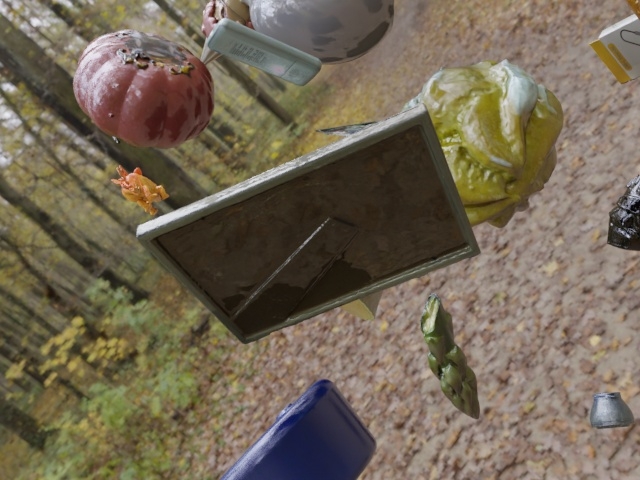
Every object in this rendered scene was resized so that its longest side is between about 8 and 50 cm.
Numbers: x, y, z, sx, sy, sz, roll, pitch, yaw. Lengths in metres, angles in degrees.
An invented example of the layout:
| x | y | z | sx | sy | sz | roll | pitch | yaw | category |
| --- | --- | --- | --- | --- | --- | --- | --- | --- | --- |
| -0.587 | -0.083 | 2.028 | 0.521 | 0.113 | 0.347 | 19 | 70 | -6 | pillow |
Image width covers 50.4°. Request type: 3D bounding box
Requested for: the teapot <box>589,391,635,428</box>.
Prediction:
| x | y | z | sx | sy | sz | roll | pitch | yaw | category |
| --- | --- | --- | --- | --- | --- | --- | --- | --- | --- |
| 0.463 | 0.274 | 1.097 | 0.088 | 0.066 | 0.057 | 86 | -179 | -73 | teapot |

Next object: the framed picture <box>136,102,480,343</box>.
| x | y | z | sx | sy | sz | roll | pitch | yaw | category |
| --- | --- | --- | --- | --- | --- | --- | --- | --- | --- |
| 0.000 | 0.000 | 0.789 | 0.334 | 0.247 | 0.022 | -22 | 46 | 11 | framed picture |

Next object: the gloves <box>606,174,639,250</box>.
| x | y | z | sx | sy | sz | roll | pitch | yaw | category |
| --- | --- | --- | --- | --- | --- | --- | --- | --- | --- |
| 0.703 | -0.083 | 1.460 | 0.124 | 0.204 | 0.164 | -10 | 16 | -35 | gloves |

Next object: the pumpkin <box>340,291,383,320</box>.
| x | y | z | sx | sy | sz | roll | pitch | yaw | category |
| --- | --- | --- | --- | --- | --- | --- | --- | --- | --- |
| 0.038 | 0.026 | 1.628 | 0.199 | 0.332 | 0.332 | -56 | 13 | -9 | pumpkin |

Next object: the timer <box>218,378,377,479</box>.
| x | y | z | sx | sy | sz | roll | pitch | yaw | category |
| --- | --- | --- | --- | --- | --- | --- | --- | --- | --- |
| 0.043 | 0.421 | 0.970 | 0.270 | 0.383 | 0.270 | -44 | -10 | -10 | timer |

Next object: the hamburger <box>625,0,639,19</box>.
| x | y | z | sx | sy | sz | roll | pitch | yaw | category |
| --- | --- | --- | --- | --- | --- | --- | --- | --- | --- |
| 0.475 | -0.396 | 0.885 | 0.170 | 0.314 | 0.290 | -24 | 30 | 15 | hamburger |

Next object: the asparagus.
| x | y | z | sx | sy | sz | roll | pitch | yaw | category |
| --- | --- | --- | --- | --- | --- | --- | --- | --- | --- |
| 0.245 | 0.234 | 1.299 | 0.080 | 0.287 | 0.080 | -24 | 21 | 10 | asparagus |

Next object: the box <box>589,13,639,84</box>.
| x | y | z | sx | sy | sz | roll | pitch | yaw | category |
| --- | --- | --- | --- | --- | --- | --- | --- | --- | --- |
| 0.680 | -0.411 | 1.364 | 0.247 | 0.129 | 0.033 | -19 | 32 | 57 | box |

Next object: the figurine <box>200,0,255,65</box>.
| x | y | z | sx | sy | sz | roll | pitch | yaw | category |
| --- | --- | --- | --- | --- | --- | --- | --- | --- | --- |
| -0.188 | -0.543 | 1.581 | 0.387 | 0.166 | 0.207 | -35 | 52 | 35 | figurine |

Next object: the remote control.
| x | y | z | sx | sy | sz | roll | pitch | yaw | category |
| --- | --- | --- | --- | --- | --- | --- | --- | --- | --- |
| -0.061 | -0.204 | 0.746 | 0.053 | 0.124 | 0.018 | -29 | 48 | 58 | remote control |

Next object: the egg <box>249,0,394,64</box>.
| x | y | z | sx | sy | sz | roll | pitch | yaw | category |
| --- | --- | --- | --- | --- | --- | --- | --- | --- | --- |
| 0.002 | -0.375 | 1.100 | 0.176 | 0.231 | 0.176 | 180 | 90 | -88 | egg |

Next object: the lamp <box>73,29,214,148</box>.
| x | y | z | sx | sy | sz | roll | pitch | yaw | category |
| --- | --- | --- | --- | --- | --- | --- | --- | --- | --- |
| -0.228 | -0.189 | 0.884 | 0.182 | 0.182 | 0.140 | -66 | -1 | -54 | lamp |

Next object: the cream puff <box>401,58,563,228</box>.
| x | y | z | sx | sy | sz | roll | pitch | yaw | category |
| --- | --- | --- | --- | --- | --- | --- | --- | --- | --- |
| 0.287 | -0.150 | 1.268 | 0.378 | 0.276 | 0.378 | -31 | -17 | -10 | cream puff |

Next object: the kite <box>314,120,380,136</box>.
| x | y | z | sx | sy | sz | roll | pitch | yaw | category |
| --- | --- | --- | --- | --- | --- | --- | --- | --- | --- |
| 0.164 | -0.259 | 1.640 | 0.406 | 0.368 | 0.014 | -124 | 35 | -70 | kite |

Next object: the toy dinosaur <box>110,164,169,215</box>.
| x | y | z | sx | sy | sz | roll | pitch | yaw | category |
| --- | --- | --- | --- | --- | --- | --- | --- | --- | --- |
| -0.420 | -0.122 | 1.551 | 0.070 | 0.117 | 0.288 | -49 | -3 | -1 | toy dinosaur |
